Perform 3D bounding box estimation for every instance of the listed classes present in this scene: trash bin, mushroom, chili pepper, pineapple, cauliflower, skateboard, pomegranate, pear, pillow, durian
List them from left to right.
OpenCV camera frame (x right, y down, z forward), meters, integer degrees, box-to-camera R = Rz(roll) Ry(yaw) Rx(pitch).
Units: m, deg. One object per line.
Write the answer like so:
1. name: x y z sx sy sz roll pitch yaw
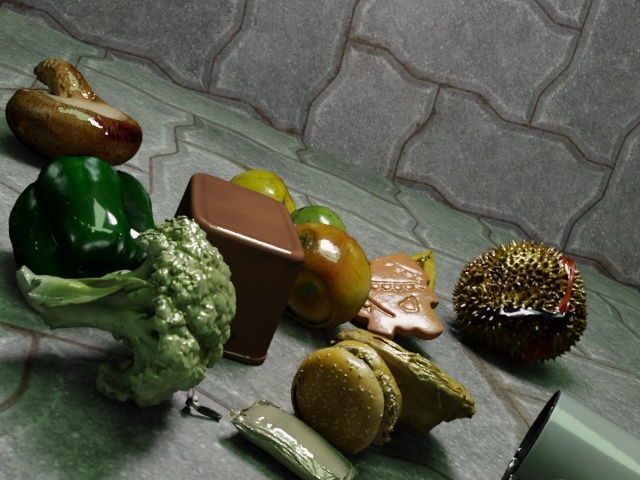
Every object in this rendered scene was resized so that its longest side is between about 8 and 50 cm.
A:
1. mushroom: -0.623 -0.293 1.863 0.344 0.239 0.345 14 39 -11
2. chili pepper: -0.403 -0.007 1.271 0.248 0.233 0.257 8 30 -36
3. cauliflower: -0.261 0.114 1.081 0.280 0.261 0.327 -14 16 2
4. skateboard: -0.187 0.248 1.158 0.063 0.032 0.083 30 16 -23
5. pear: -0.170 -0.097 1.956 0.199 0.200 0.200 24 17 -8
6. pillow: -0.039 0.315 1.121 0.208 0.053 0.119 31 14 17
7. pomegranate: 0.000 0.000 1.929 0.181 0.182 0.224 36 10 31
8. pineapple: 0.241 0.144 1.989 0.164 0.139 0.250 60 37 -22
9. durian: 0.554 0.170 1.989 0.384 0.348 0.348 32 14 -20
10. trash bin: 0.480 0.423 1.275 0.262 0.217 0.277 32 51 17

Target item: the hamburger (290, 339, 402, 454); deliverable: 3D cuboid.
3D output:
1. hamburger: 0.044 0.264 1.197 0.191 0.182 0.118 41 37 21

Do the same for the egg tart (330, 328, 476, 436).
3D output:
1. egg tart: 0.137 0.269 1.319 0.294 0.116 0.295 27 -13 7

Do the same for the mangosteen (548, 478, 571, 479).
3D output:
1. mangosteen: 0.371 0.455 1.069 0.209 0.210 0.210 24 17 -8

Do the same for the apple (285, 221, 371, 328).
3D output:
1. apple: 0.000 0.079 1.598 0.236 0.237 0.208 25 31 -3

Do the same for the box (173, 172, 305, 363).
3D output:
1. box: -0.188 0.039 1.431 0.239 0.230 0.339 19 17 -18

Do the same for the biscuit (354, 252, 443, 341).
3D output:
1. biscuit: 0.178 0.125 1.806 0.283 0.043 0.306 15 41 7
